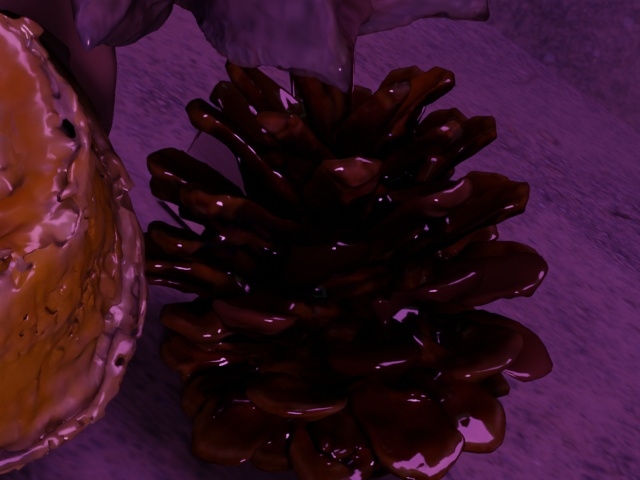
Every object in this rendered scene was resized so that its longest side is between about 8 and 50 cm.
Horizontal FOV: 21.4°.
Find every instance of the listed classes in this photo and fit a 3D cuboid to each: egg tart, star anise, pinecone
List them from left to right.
[{"bbox_3d":[-0.204,-0.033,0.772,0.315,0.120,0.315,18,51,-24],"label":"egg tart"},{"bbox_3d":[-0.062,-0.181,0.885,0.332,0.117,0.332,10,36,-8],"label":"star anise"},{"bbox_3d":[0.004,0.005,0.965,0.264,0.264,0.264,29,20,-12],"label":"pinecone"}]

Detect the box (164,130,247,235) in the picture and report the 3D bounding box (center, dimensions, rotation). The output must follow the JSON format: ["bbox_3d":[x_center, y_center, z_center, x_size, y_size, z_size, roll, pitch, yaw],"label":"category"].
[{"bbox_3d":[0.000,0.000,1.208,0.199,0.081,0.135,46,22,25],"label":"box"}]

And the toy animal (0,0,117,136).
[{"bbox_3d":[-0.234,-0.135,0.996,0.229,0.210,0.221,49,10,-32],"label":"toy animal"}]
